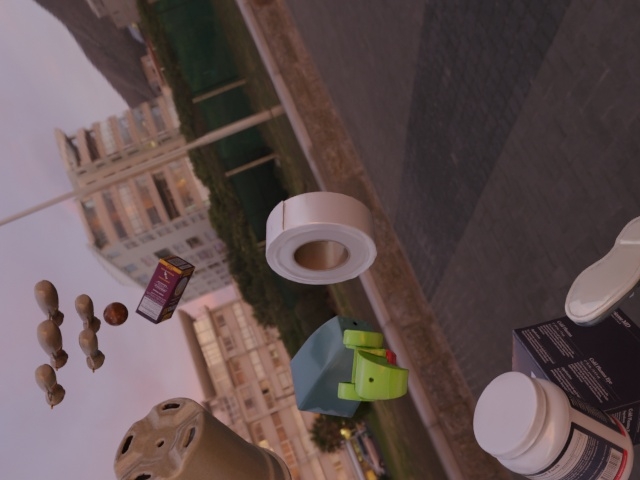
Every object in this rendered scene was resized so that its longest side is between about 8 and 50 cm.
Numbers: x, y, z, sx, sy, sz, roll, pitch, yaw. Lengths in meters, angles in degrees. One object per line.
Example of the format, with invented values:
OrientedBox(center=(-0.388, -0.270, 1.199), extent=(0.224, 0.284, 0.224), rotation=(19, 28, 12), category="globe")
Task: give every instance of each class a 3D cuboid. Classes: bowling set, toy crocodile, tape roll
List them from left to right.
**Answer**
OrientedBox(center=(-0.524, 0.221, 1.384), extent=(0.154, 0.200, 0.287), rotation=(100, 159, -49), category="bowling set")
OrientedBox(center=(0.000, 0.000, 1.597), extent=(0.286, 0.286, 0.100), rotation=(72, -166, -55), category="tape roll")
OrientedBox(center=(0.090, 0.220, 1.075), extent=(0.340, 0.105, 0.115), rotation=(71, -155, -78), category="toy crocodile")

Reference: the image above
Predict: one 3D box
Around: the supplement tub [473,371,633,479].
OrientedBox(center=(0.465, 0.394, 1.250), extent=(0.272, 0.191, 0.191), rotation=(30, -169, -19), category="supplement tub")

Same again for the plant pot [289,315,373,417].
OrientedBox(center=(0.047, 0.321, 1.650), extent=(0.234, 0.165, 0.165), rotation=(-62, 26, 31), category="plant pot")

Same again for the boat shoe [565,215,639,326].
OrientedBox(center=(0.602, 0.074, 1.226), extent=(0.116, 0.319, 0.099), rotation=(5, 132, 57), category="boat shoe")

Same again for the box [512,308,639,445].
OrientedBox(center=(0.733, 0.368, 1.661), extent=(0.343, 0.312, 0.179), rotation=(-111, 7, -56), category="box")

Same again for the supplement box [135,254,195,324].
OrientedBox(center=(-0.469, 0.148, 1.887), extent=(0.081, 0.188, 0.104), rotation=(29, -169, 9), category="supplement box")

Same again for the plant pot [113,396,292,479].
OrientedBox(center=(-0.278, 0.526, 1.377), extent=(0.305, 0.334, 0.334), rotation=(59, -178, -32), category="plant pot")
